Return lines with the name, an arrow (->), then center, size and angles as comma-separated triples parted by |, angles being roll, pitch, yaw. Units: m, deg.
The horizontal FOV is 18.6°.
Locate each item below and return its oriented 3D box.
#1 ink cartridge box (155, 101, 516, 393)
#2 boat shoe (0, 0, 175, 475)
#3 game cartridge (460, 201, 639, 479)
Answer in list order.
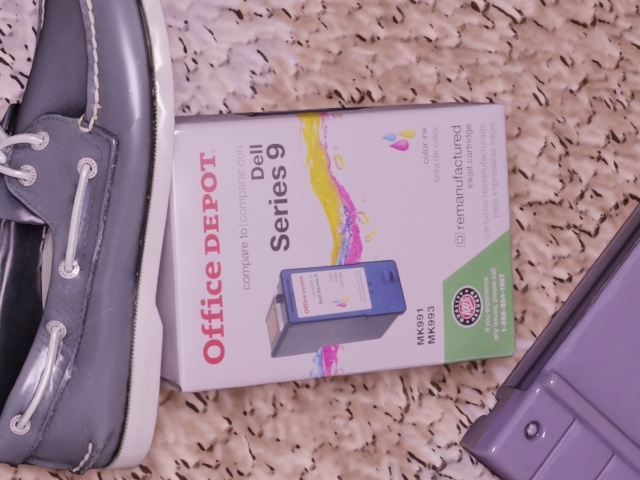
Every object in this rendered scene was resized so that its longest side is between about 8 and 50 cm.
ink cartridge box -> 0.000, 0.000, 1.145 | 0.212, 0.093, 0.154 | -4, 95, -19
boat shoe -> -0.145, -0.026, 1.076 | 0.099, 0.116, 0.319 | -3, 100, -25
game cartridge -> 0.281, 0.065, 1.278 | 0.230, 0.068, 0.355 | 41, 79, -14
